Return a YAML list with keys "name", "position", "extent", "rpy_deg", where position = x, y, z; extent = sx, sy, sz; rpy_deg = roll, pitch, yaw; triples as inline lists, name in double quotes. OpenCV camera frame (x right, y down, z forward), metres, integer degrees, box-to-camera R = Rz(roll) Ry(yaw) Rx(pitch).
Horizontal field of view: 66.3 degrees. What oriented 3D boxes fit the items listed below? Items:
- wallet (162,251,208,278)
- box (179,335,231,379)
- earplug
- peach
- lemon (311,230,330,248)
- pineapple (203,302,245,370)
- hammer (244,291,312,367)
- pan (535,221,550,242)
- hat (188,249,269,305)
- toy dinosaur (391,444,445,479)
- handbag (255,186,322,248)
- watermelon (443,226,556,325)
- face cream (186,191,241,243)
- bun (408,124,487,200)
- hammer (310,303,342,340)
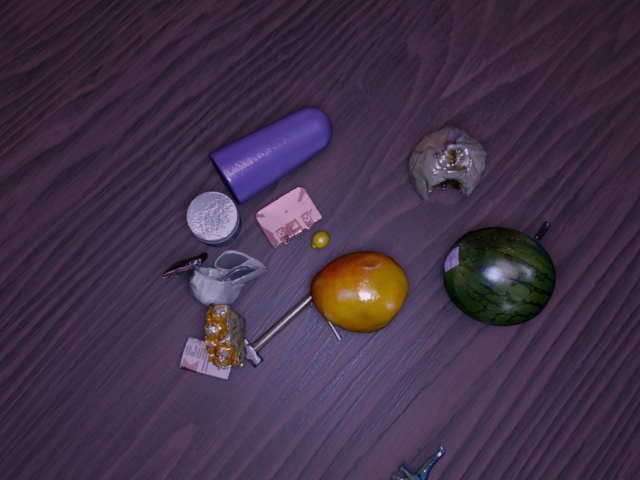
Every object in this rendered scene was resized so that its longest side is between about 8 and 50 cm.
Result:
- name: "wallet"
  position: [-0.456, 0.085, 1.673]
  extent: [0.132, 0.243, 0.039]
  rpy_deg: [-20, 95, -7]
- name: "box"
  position: [-0.393, 0.413, 1.722]
  extent: [0.177, 0.036, 0.115]
  rpy_deg: [14, 78, 1]
- name: "earplug"
  position: [-0.159, -0.328, 1.773]
  extent: [0.455, 0.215, 0.215]
  rpy_deg: [-32, 83, -9]
- name: "peach"
  position: [0.125, 0.168, 1.647]
  extent: [0.307, 0.289, 0.289]
  rpy_deg: [22, 81, -2]
- name: "lemon"
  position: [0.000, 0.000, 1.789]
  extent: [0.062, 0.062, 0.083]
  rpy_deg: [43, 82, 5]
- name: "pineapple"
  position: [-0.317, 0.314, 1.661]
  extent: [0.114, 0.186, 0.237]
  rpy_deg: [-1, 100, 10]
- name: "hammer"
  position: [-0.132, 0.288, 1.744]
  extent: [0.365, 0.043, 0.111]
  rpy_deg: [-42, 83, -6]
- name: "pan"
  position: [0.789, 0.022, 1.824]
  extent: [0.136, 0.028, 0.235]
  rpy_deg: [36, 81, 4]
- name: "hat"
  position: [-0.316, 0.135, 1.709]
  extent: [0.274, 0.232, 0.161]
  rpy_deg: [-20, 112, -16]
- name: "toy dinosaur"
  position: [0.306, 0.852, 1.649]
  extent: [0.147, 0.076, 0.363]
  rpy_deg: [23, 77, -5]
- name: "handbag"
  position: [-0.116, -0.083, 1.802]
  extent: [0.212, 0.059, 0.157]
  rpy_deg: [-32, 82, -5]
- name: "watermelon"
  position: [0.598, 0.122, 1.651]
  extent: [0.362, 0.363, 0.364]
  rpy_deg: [0, 80, -2]
- name: "face cream"
  position: [-0.375, -0.072, 1.747]
  extent: [0.177, 0.153, 0.178]
  rpy_deg: [1, 81, -3]
- name: "bun"
  position: [0.462, -0.291, 1.779]
  extent: [0.281, 0.205, 0.282]
  rpy_deg: [0, 79, -2]
- name: "hammer"
  position: [0.023, 0.282, 1.766]
  extent: [0.062, 0.017, 0.182]
  rpy_deg: [-30, 83, -6]
